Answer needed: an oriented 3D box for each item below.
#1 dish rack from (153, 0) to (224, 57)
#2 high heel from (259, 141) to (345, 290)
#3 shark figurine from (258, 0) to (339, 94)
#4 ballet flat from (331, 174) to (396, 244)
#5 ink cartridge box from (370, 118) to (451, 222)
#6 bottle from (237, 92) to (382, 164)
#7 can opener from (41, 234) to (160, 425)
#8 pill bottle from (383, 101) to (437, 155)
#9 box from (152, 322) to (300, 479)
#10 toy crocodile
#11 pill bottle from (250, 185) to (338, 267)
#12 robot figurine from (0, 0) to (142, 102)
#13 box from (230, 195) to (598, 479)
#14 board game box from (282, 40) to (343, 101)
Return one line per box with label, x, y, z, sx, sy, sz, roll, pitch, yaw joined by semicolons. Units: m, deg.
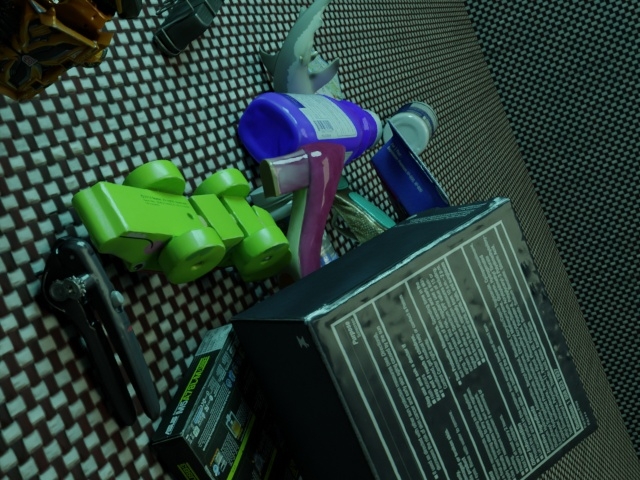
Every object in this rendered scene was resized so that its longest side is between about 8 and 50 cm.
dish rack;-0.211;-0.391;1.119;0.272;0.074;0.208;55;26;-27
high heel;0.000;0.000;1.128;0.117;0.082;0.244;-15;95;-26
shark figurine;-0.041;-0.288;1.335;0.166;0.278;0.116;-20;48;-39
ballet flat;0.025;-0.058;1.355;0.206;0.067;0.073;46;25;21
ink cartridge box;0.174;-0.052;1.525;0.176;0.069;0.371;57;0;25
bottle;-0.001;-0.159;1.306;0.118;0.092;0.282;46;27;16
can opener;-0.190;0.081;0.797;0.186;0.059;0.073;66;23;-9
pill bottle;0.191;-0.235;1.845;0.094;0.094;0.169;65;23;-12
box;-0.086;0.213;0.944;0.184;0.045;0.191;63;23;-23
toy crocodile;-0.134;-0.007;0.951;0.115;0.105;0.340;54;21;17
pill bottle;-0.036;-0.014;1.188;0.137;0.078;0.078;65;24;-12
robot figurine;-0.281;-0.209;0.666;0.291;0.211;0.085;35;45;-39
box;0.106;0.149;0.985;0.294;0.182;0.296;-28;100;-31
board game box;-0.008;-0.269;1.518;0.154;0.026;0.104;26;49;-59
